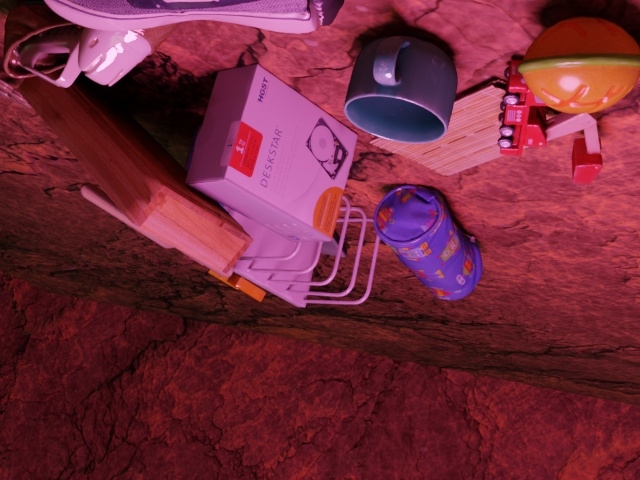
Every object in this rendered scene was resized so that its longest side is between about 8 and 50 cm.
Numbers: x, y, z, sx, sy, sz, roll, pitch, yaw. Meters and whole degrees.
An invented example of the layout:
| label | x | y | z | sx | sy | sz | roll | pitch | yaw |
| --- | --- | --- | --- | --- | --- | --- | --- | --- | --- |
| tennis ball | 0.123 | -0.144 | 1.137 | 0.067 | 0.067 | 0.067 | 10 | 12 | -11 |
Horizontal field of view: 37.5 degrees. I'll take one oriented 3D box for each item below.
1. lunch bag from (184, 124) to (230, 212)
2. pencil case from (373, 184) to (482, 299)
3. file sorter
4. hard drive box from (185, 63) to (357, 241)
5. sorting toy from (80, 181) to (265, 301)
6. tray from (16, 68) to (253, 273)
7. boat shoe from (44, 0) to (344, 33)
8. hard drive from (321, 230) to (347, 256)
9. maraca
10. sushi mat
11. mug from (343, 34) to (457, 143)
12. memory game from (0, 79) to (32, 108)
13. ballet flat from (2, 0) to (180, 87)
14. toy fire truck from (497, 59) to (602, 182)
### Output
| label | x | y | z | sx | sy | sz | roll | pitch | yaw |
| --- | --- | --- | --- | --- | --- | --- | --- | --- | --- |
| lunch bag | -0.192 | -0.096 | 1.606 | 0.090 | 0.176 | 0.219 | 12 | 167 | -7 |
| pencil case | 0.205 | 0.004 | 1.699 | 0.119 | 0.133 | 0.306 | 36 | 177 | 33 |
| file sorter | -0.028 | -0.004 | 1.757 | 0.173 | 0.193 | 0.278 | 0 | 160 | 33 |
| hard drive box | -0.066 | -0.121 | 1.384 | 0.089 | 0.181 | 0.232 | -1 | 160 | 43 |
| sorting toy | -0.233 | -0.002 | 1.562 | 0.307 | 0.041 | 0.229 | 36 | 171 | -36 |
| tray | -0.284 | -0.120 | 1.423 | 0.411 | 0.076 | 0.203 | 42 | -175 | 39 |
| boat shoe | -0.150 | -0.303 | 0.957 | 0.340 | 0.127 | 0.158 | 3 | 156 | 11 |
| hard drive | 0.000 | 0.000 | 2.058 | 0.094 | 0.022 | 0.135 | 10 | 164 | 17 |
| maraca | 0.285 | -0.184 | 1.001 | 0.127 | 0.099 | 0.186 | 6 | -171 | 37 |
| sushi mat | 0.210 | -0.151 | 1.324 | 0.151 | 0.019 | 0.316 | 22 | 163 | -23 |
| mug | 0.105 | -0.191 | 1.129 | 0.129 | 0.097 | 0.158 | 19 | 164 | -14 |
| memory game | -0.547 | -0.266 | 1.525 | 0.186 | 0.012 | 0.186 | 31 | 174 | 4 |
| ballet flat | -0.303 | -0.258 | 1.215 | 0.342 | 0.124 | 0.116 | 2 | 161 | 37 |
| toy fire truck | 0.289 | -0.145 | 1.166 | 0.135 | 0.047 | 0.192 | 3 | 150 | 7 |
